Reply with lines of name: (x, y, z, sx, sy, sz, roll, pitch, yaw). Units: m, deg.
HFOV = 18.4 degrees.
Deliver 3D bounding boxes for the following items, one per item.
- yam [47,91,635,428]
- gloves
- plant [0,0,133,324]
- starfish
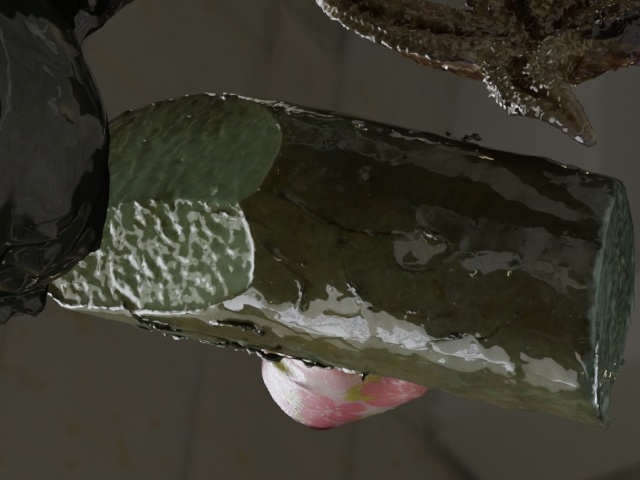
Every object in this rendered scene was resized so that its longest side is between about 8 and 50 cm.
yam: (0.000, 0.000, 0.785, 0.106, 0.259, 0.106, 11, -90, -70)
gloves: (0.026, 0.035, 1.349, 0.126, 0.241, 0.145, -6, -124, -15)
plant: (-0.152, -0.090, 0.628, 0.142, 0.164, 0.256, 15, -133, -60)
starfish: (0.093, -0.087, 0.821, 0.238, 0.213, 0.057, -73, -20, -55)
